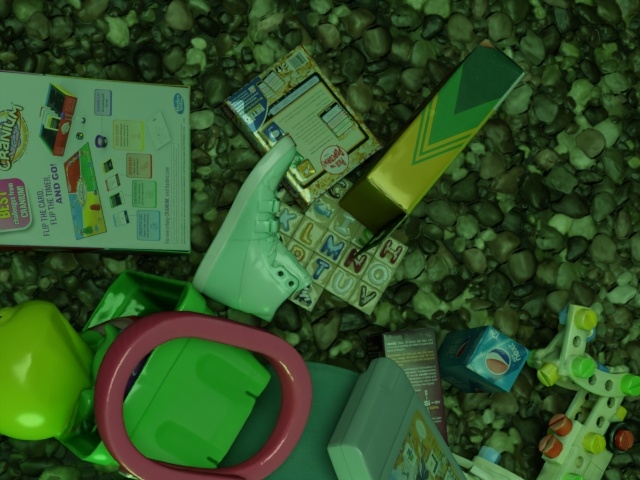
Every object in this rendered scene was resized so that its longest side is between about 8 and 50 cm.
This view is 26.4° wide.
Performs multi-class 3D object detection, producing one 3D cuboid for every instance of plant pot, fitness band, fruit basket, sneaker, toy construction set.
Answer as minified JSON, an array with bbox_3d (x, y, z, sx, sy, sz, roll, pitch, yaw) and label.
[{"bbox_3d":[-0.021,0.309,1.839,0.272,0.271,0.255,14,66,-8],"label":"plant pot"},{"bbox_3d":[-0.134,0.194,1.602,0.291,0.054,0.209,17,89,-37],"label":"fitness band"},{"bbox_3d":[-0.300,0.152,1.738,0.392,0.392,0.283,32,80,-5],"label":"fruit basket"},{"bbox_3d":[-0.059,-0.012,1.913,0.151,0.094,0.256,28,101,0],"label":"sneaker"},{"bbox_3d":[0.333,0.268,1.948,0.215,0.151,0.327,41,86,-28],"label":"toy construction set"}]

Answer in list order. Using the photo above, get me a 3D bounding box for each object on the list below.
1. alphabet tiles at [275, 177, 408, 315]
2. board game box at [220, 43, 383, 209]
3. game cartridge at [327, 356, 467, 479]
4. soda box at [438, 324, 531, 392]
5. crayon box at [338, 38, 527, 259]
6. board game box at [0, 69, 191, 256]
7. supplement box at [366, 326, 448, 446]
[{"bbox_3d":[0.000,0.000,1.990,0.237,0.009,0.198,31,79,-5],"label":"alphabet tiles"},{"bbox_3d":[-0.027,-0.165,1.977,0.147,0.045,0.193,-38,90,-16],"label":"board game box"},{"bbox_3d":[0.115,0.323,1.763,0.062,0.198,0.297,-17,117,27],"label":"game cartridge"},{"bbox_3d":[0.219,0.169,1.907,0.071,0.210,0.067,32,80,-5],"label":"soda box"},{"bbox_3d":[0.138,-0.123,1.923,0.081,0.202,0.318,41,76,-3],"label":"crayon box"},{"bbox_3d":[-0.335,-0.103,1.870,0.317,0.064,0.242,3,83,-26],"label":"board game box"},{"bbox_3d":[0.123,0.221,1.939,0.081,0.104,0.188,-5,85,-11],"label":"supplement box"}]
